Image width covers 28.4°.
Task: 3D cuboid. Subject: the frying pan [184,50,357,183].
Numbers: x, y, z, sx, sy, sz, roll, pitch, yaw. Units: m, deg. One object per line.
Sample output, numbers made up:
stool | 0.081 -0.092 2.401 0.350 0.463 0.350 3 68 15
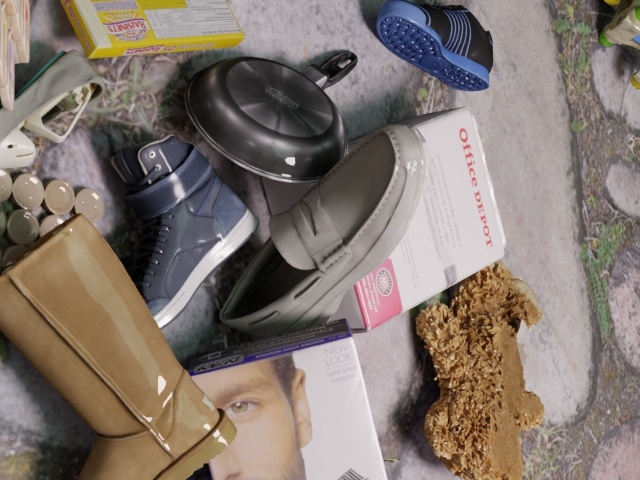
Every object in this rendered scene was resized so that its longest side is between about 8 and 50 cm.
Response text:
frying pan | -0.009 -0.154 1.458 0.326 0.053 0.197 -16 57 -43

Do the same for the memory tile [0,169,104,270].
memory tile | -0.284 -0.010 1.267 0.148 0.012 0.113 13 77 -43

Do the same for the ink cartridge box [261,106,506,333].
ink cartridge box | 0.086 -0.029 1.568 0.283 0.117 0.207 -25 103 -43

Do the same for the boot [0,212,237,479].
boot | -0.244 0.147 1.230 0.236 0.089 0.269 -39 105 -11

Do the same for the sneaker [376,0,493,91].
sneaker | 0.155 -0.281 1.694 0.232 0.081 0.090 27 65 -48

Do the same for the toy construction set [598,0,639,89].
toy construction set | 0.562 -0.398 2.061 0.215 0.151 0.328 36 50 -9

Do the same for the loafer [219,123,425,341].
loafer | 0.000 0.000 1.367 0.111 0.319 0.112 10 39 -35

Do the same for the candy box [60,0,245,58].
candy box | -0.181 -0.249 1.356 0.206 0.027 0.105 -13 73 -45

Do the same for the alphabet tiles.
alphabet tiles | -0.279 -0.270 1.127 0.021 0.284 0.278 -1 76 -8

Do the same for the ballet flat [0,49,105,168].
ballet flat | -0.286 -0.111 1.224 0.068 0.072 0.213 44 52 -3

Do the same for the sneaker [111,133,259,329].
sneaker | -0.184 -0.008 1.318 0.226 0.086 0.163 -50 117 -31

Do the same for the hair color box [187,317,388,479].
hair color box | -0.018 0.274 1.381 0.185 0.110 0.339 -14 97 -1

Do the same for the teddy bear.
teddy bear | 0.214 0.168 1.707 0.245 0.113 0.338 23 63 -49
